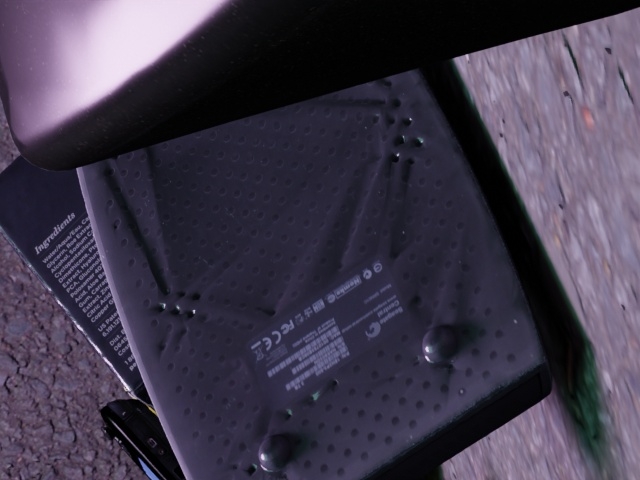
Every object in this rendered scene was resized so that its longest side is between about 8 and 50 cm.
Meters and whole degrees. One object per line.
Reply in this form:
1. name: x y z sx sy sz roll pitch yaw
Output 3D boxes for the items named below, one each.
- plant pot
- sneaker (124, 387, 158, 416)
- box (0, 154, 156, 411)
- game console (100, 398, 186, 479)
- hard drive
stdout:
1. plant pot: 0.017 -0.128 0.414 0.167 0.187 0.188 5 110 68
2. sneaker: -0.089 0.084 1.533 0.145 0.147 0.385 -130 26 -73
3. box: -0.070 0.023 0.993 0.158 0.093 0.156 45 -179 33
4. game console: -0.042 0.265 1.453 0.361 0.044 0.213 46 158 15
5. hard drive: -0.007 0.002 0.835 0.054 0.172 0.255 37 -157 -51
